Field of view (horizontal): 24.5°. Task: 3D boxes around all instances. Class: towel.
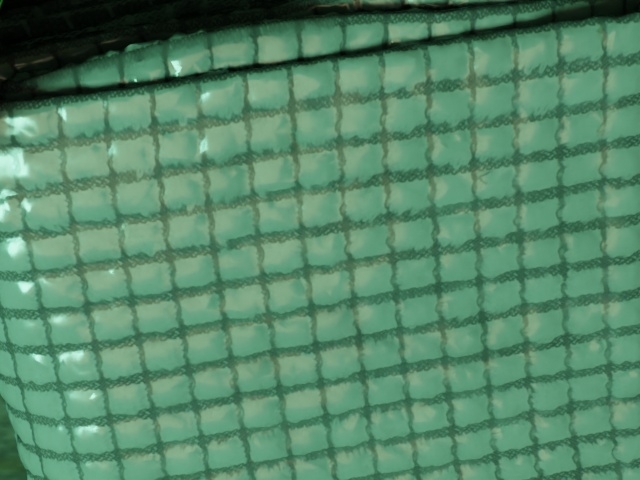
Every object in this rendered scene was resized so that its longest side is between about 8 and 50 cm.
[{"bbox_3d":[0.000,0.000,0.619,0.283,0.121,0.235,-11,118,-5],"label":"towel"}]

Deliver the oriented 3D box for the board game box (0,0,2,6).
[{"bbox_3d":[-0.199,-0.073,0.497,0.046,0.213,0.317,-9,137,-46],"label":"board game box"}]
